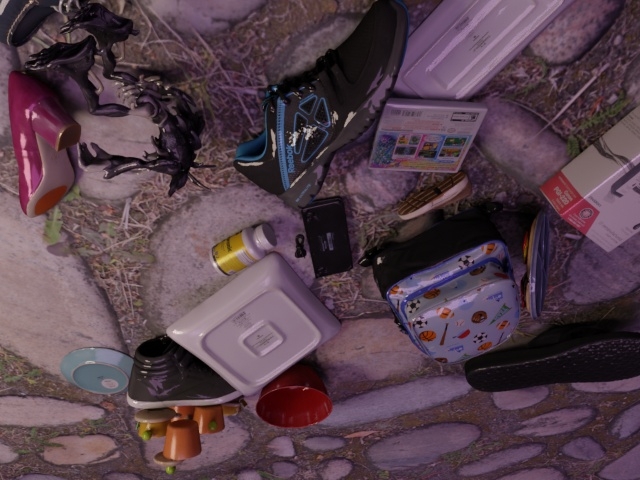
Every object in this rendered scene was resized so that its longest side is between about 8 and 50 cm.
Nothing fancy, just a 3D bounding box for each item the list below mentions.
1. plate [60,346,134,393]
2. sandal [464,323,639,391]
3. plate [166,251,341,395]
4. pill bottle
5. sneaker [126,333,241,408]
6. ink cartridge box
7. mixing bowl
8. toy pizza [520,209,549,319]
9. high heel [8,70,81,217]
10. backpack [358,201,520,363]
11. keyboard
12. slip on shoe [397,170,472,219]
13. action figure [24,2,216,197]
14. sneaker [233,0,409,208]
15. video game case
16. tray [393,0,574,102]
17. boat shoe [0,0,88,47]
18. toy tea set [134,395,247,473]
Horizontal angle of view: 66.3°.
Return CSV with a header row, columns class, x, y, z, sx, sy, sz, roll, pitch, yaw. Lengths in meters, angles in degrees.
class,x,y,z,sx,sy,sz,roll,pitch,yaw
plate,-0.517,0.318,1.157,0.188,0.024,0.188,-3,130,-3
sandal,0.561,0.261,1.156,0.446,0.107,0.167,-15,132,24
plate,-0.124,0.195,1.018,0.277,0.045,0.278,-36,124,4
pill bottle,-0.140,0.015,0.900,0.116,0.065,0.065,-27,127,17
sneaker,-0.277,0.280,1.092,0.296,0.104,0.147,-2,113,-20
ink cartridge box,0.523,-0.103,0.833,0.158,0.092,0.218,28,121,-25
mixing bowl,-0.065,0.362,1.180,0.181,0.098,0.181,-3,130,-3
toy pizza,0.391,0.043,0.896,0.032,0.201,0.201,4,137,31
high heel,-0.448,-0.137,0.757,0.117,0.082,0.244,45,135,1
backpack,0.252,0.102,0.922,0.276,0.213,0.263,-23,137,13
keyboard,0.000,0.000,0.927,0.108,0.023,0.180,-13,130,-2
slip on shoe,0.203,-0.070,0.865,0.135,0.051,0.041,-33,123,12
action figure,-0.251,-0.168,0.666,0.141,0.164,0.275,1,148,20
sneaker,-0.005,-0.193,0.695,0.139,0.125,0.341,26,122,-18
video game case,0.164,-0.163,0.778,0.157,0.019,0.143,1,147,-6
tray,0.223,-0.287,0.693,0.145,0.030,0.270,32,121,-26
boat shoe,-0.303,-0.318,0.587,0.254,0.095,0.079,-40,112,16
toy tea set,-0.299,0.429,1.095,0.200,0.336,0.124,0,88,10
